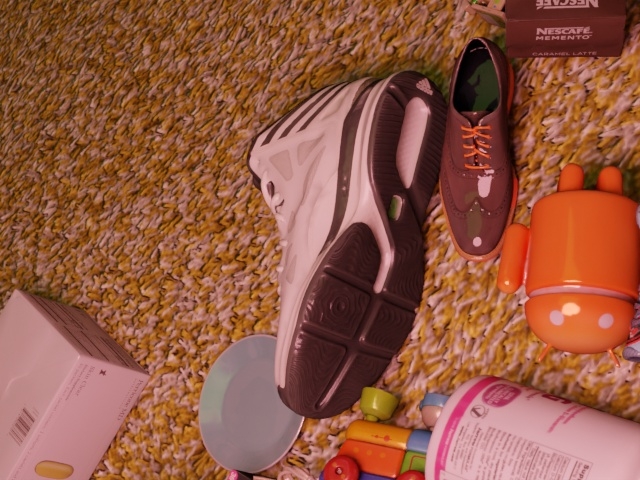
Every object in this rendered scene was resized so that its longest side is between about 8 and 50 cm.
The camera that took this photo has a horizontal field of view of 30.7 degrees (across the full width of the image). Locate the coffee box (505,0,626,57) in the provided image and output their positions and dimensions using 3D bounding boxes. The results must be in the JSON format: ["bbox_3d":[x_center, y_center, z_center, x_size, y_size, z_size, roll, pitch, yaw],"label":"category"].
[{"bbox_3d":[0.291,-0.350,1.397,0.141,0.098,0.247,-1,72,9],"label":"coffee box"}]

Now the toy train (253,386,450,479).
[{"bbox_3d":[0.048,0.238,1.378,0.248,0.105,0.143,8,66,24],"label":"toy train"}]

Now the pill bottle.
[{"bbox_3d":[0.263,0.249,1.191,0.283,0.160,0.160,15,83,39],"label":"pill bottle"}]

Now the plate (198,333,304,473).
[{"bbox_3d":[-0.086,0.219,1.559,0.188,0.024,0.188,-14,65,32],"label":"plate"}]

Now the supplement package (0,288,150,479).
[{"bbox_3d":[-0.414,0.244,1.720,0.204,0.145,0.262,35,97,40],"label":"supplement package"}]

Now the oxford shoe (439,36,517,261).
[{"bbox_3d":[0.183,-0.112,1.404,0.096,0.098,0.272,-3,81,16],"label":"oxford shoe"}]

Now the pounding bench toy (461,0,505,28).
[{"bbox_3d":[0.227,-0.315,1.494,0.083,0.052,0.065,27,91,40],"label":"pounding bench toy"}]

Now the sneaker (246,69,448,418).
[{"bbox_3d":[0.001,0.000,1.515,0.257,0.169,0.448,6,75,52],"label":"sneaker"}]

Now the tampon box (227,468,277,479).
[{"bbox_3d":[-0.049,0.372,1.423,0.161,0.101,0.121,23,88,40],"label":"tampon box"}]

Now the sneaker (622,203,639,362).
[{"bbox_3d":[0.359,0.077,1.168,0.125,0.104,0.262,-16,72,-4],"label":"sneaker"}]

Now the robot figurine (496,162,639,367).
[{"bbox_3d":[0.291,0.029,1.273,0.128,0.158,0.220,-17,62,56],"label":"robot figurine"}]
